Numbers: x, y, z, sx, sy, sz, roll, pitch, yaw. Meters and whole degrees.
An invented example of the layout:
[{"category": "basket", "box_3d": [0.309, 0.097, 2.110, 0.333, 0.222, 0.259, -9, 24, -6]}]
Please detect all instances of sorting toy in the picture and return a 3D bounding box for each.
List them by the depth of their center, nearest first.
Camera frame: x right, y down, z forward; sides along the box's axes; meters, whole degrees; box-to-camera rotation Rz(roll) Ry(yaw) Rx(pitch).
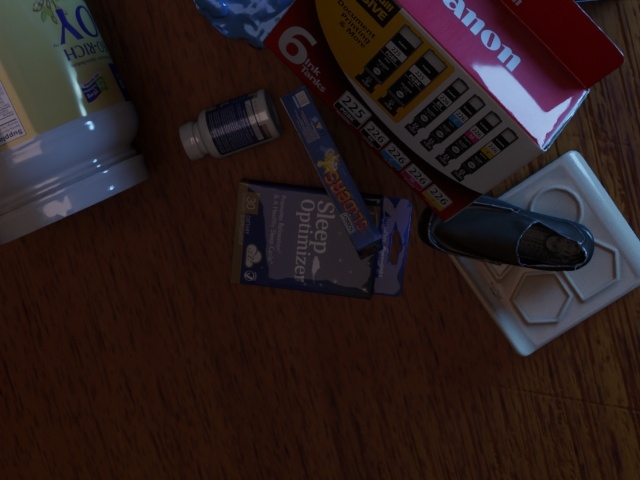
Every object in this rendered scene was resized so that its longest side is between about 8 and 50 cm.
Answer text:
[{"category": "sorting toy", "box_3d": [0.288, 0.017, 1.412, 0.208, 0.038, 0.193, -35, 95, 7]}]

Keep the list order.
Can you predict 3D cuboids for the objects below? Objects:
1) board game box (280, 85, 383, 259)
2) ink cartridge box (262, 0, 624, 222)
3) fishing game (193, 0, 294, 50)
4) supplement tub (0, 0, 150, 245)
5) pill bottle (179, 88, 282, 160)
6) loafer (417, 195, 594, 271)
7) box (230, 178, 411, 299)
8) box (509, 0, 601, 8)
[{"category": "board game box", "box_3d": [0.017, -0.078, 1.344, 0.035, 0.136, 0.201, -27, 82, 1]}, {"category": "ink cartridge box", "box_3d": [0.130, -0.213, 1.239, 0.309, 0.130, 0.272, 44, 145, -4]}, {"category": "fishing game", "box_3d": [-0.071, -0.334, 1.386, 0.264, 0.041, 0.189, 18, 110, -2]}, {"category": "supplement tub", "box_3d": [-0.368, -0.184, 1.345, 0.241, 0.241, 0.331, -23, 97, 11]}, {"category": "pill bottle", "box_3d": [-0.115, -0.143, 1.411, 0.120, 0.067, 0.067, -18, 98, 10]}, {"category": "loafer", "box_3d": [0.229, -0.008, 1.352, 0.220, 0.078, 0.080, 7, 98, 2]}, {"category": "box", "box_3d": [0.000, 0.000, 1.441, 0.225, 0.036, 0.136, 6, 101, 4]}, {"category": "box", "box_3d": [0.290, -0.320, 1.281, 0.156, 0.158, 0.093, -4, 101, 7]}]
